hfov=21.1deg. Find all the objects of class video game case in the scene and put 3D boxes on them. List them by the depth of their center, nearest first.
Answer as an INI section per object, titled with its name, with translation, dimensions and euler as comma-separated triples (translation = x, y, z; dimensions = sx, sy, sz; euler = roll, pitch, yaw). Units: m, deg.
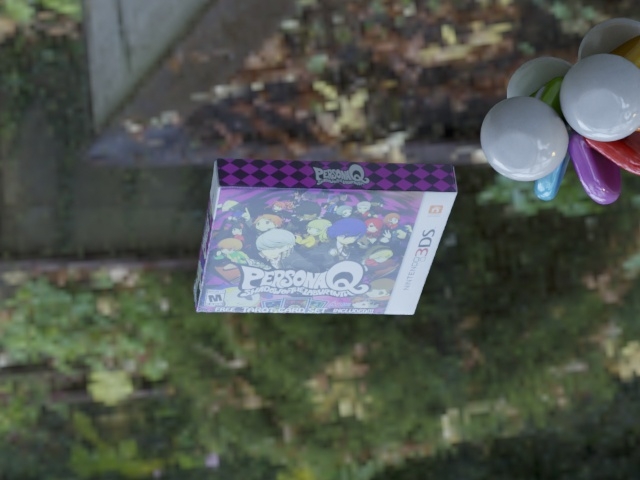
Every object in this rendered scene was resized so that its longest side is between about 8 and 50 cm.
[video game case]
translation = 0.000, 0.000, 1.690
dimensions = 0.232, 0.042, 0.210
euler = 2, 143, -11

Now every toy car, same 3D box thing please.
[toy car]
translation = 0.236, -0.099, 1.492
dimensions = 0.182, 0.136, 0.159
euler = -27, -166, 28
